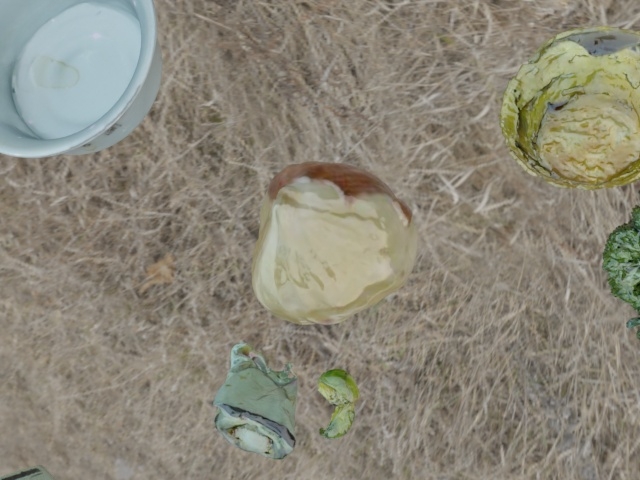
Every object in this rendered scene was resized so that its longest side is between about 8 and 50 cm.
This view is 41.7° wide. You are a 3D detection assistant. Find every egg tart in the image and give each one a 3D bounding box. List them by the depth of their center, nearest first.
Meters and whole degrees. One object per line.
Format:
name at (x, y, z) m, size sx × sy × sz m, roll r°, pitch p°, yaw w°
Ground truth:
egg tart at (0.339, -0.148, 1.046) m, size 0.241 × 0.106 × 0.241 m, roll 11°, pitch 133°, yaw 12°

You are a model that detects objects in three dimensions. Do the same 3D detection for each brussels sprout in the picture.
brussels sprout at (0.022, 0.195, 0.997) m, size 0.051 × 0.046 × 0.083 m, roll -7°, pitch 64°, yaw 11°

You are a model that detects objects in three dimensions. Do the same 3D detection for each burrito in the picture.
burrito at (-0.104, 0.262, 1.393) m, size 0.144 × 0.229 × 0.089 m, roll 27°, pitch 108°, yaw -7°

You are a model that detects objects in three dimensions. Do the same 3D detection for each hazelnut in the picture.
hazelnut at (0.000, 0.000, 1.219) m, size 0.261 × 0.241 × 0.261 m, roll -7°, pitch 64°, yaw 15°

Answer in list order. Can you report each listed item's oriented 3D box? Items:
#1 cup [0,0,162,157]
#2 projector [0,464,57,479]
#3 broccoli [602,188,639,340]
cup at (-0.387, -0.274, 1.303) m, size 0.347 × 0.163 × 0.347 m, roll -2°, pitch 79°, yaw 12°
projector at (-0.380, 0.352, 0.779) m, size 0.079 × 0.257 × 0.259 m, roll 38°, pitch 106°, yaw 21°
broccoli at (0.534, 0.043, 1.119) m, size 0.321 × 0.283 × 0.304 m, roll 35°, pitch 101°, yaw 0°
